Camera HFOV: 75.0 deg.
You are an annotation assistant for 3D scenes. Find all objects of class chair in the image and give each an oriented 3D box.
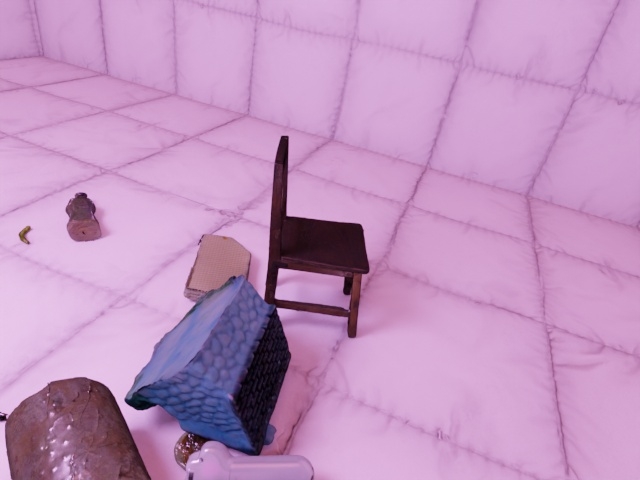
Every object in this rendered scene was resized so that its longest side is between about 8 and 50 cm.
[{"bbox_3d":[0.000,0.000,0.958,0.240,0.416,0.203,8,32,-4],"label":"chair"}]

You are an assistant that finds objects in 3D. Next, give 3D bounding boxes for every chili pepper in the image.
[{"bbox_3d":[-0.792,-0.016,1.119,0.030,0.017,0.083,-3,34,-23],"label":"chili pepper"}]

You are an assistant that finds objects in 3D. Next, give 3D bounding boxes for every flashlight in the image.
[{"bbox_3d":[-0.109,0.366,0.659,0.200,0.093,0.047,5,2,-7],"label":"flashlight"}]

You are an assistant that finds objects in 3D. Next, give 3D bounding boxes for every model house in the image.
[{"bbox_3d":[-0.169,0.241,0.787,0.241,0.226,0.261,46,31,-16],"label":"model house"}]

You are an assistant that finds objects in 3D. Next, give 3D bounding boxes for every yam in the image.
[{"bbox_3d":[-0.330,0.334,0.579,0.161,0.161,0.268,-17,42,-37],"label":"yam"}]

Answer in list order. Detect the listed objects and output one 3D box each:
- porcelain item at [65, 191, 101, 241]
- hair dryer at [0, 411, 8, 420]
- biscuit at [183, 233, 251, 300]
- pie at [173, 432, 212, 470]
[{"bbox_3d":[-0.691,-0.082,1.204,0.081,0.069,0.216,-13,40,-27],"label":"porcelain item"},{"bbox_3d":[-0.668,0.307,0.602,0.340,0.123,0.313,8,41,-25],"label":"hair dryer"},{"bbox_3d":[-0.264,0.073,1.109,0.150,0.052,0.252,9,33,-10],"label":"biscuit"},{"bbox_3d":[-0.206,0.357,0.711,0.085,0.017,0.085,7,33,-5],"label":"pie"}]
